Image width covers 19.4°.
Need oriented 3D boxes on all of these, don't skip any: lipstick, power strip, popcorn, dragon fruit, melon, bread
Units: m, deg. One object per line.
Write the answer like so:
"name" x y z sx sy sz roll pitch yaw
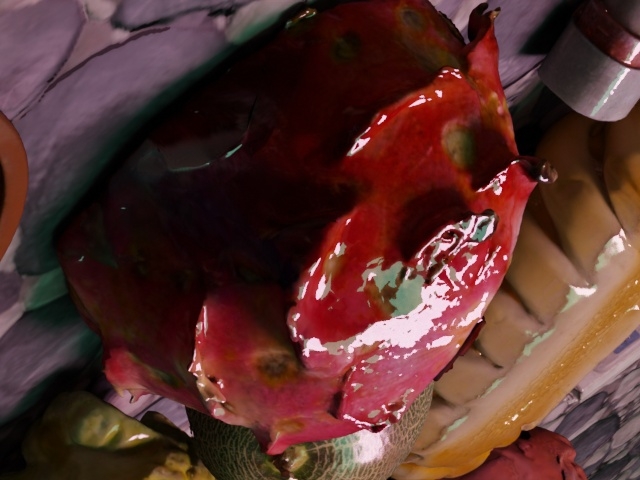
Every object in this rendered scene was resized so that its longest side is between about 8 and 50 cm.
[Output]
"lipstick" 0.198 -0.157 1.063 0.063 0.057 0.186 -9 138 -54
"power strip" 0.270 0.091 1.698 0.191 0.047 0.030 -34 154 -19
"popcorn" -0.117 0.159 1.049 0.141 0.135 0.162 -45 157 -36
"dragon fruit" 0.000 0.002 0.888 0.274 0.161 0.126 -41 162 9
"melon" -0.007 0.074 1.027 0.139 0.139 0.192 -53 -169 31
"bread" 0.133 0.032 1.234 0.311 0.121 0.173 -48 156 21

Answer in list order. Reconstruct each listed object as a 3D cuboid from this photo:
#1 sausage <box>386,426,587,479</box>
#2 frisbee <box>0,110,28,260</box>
"sausage" 0.112 0.263 1.637 0.280 0.152 0.152 -29 157 -24
"frisbee" -0.226 0.024 0.745 0.251 0.021 0.251 -35 160 -15
